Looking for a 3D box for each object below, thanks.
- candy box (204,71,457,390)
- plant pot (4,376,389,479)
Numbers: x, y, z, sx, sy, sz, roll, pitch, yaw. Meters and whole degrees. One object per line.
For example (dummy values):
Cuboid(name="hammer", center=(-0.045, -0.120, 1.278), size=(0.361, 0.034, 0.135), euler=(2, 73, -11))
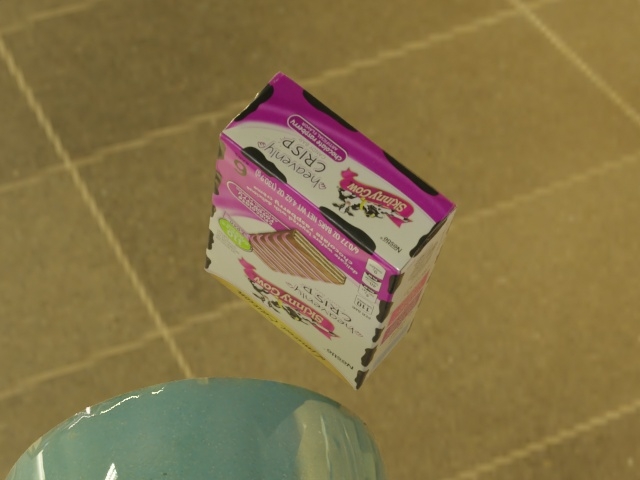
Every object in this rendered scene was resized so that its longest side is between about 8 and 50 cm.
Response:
Cuboid(name="candy box", center=(0.000, 0.000, 1.350), size=(0.159, 0.233, 0.071), euler=(38, 68, 11))
Cuboid(name="plant pot", center=(-0.078, 0.263, 1.312), size=(0.290, 0.290, 0.195), euler=(-11, 47, -2))
